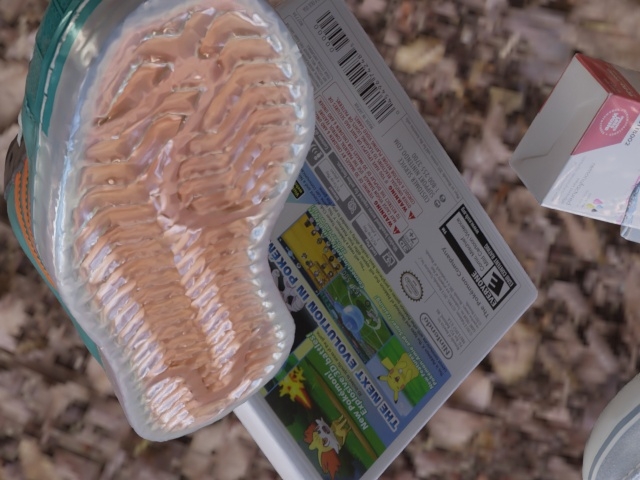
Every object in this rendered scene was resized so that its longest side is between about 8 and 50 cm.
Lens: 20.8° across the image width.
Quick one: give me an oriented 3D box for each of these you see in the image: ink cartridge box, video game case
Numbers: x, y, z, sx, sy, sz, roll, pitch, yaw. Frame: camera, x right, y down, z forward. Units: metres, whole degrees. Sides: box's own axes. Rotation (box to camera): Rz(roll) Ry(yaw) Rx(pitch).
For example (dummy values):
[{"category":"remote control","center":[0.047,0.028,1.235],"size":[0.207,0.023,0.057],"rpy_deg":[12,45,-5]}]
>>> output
[{"category":"ink cartridge box","center":[0.272,-0.074,1.472],"size":[0.198,0.067,0.115],"rpy_deg":[11,121,-34]},{"category":"video game case","center":[0.000,0.000,1.360],"size":[0.036,0.300,0.329],"rpy_deg":[-19,110,51]}]

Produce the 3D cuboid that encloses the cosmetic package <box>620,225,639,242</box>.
[{"category":"cosmetic package","center":[0.453,-0.044,1.869],"size":[0.238,0.127,0.107],"rpy_deg":[18,134,-2]}]

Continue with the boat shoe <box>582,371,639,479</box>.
[{"category":"boat shoe","center":[0.192,0.076,0.692],"size":[0.079,0.081,0.227],"rpy_deg":[35,132,-24]}]

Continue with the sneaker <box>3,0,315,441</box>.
[{"category":"sneaker","center":[-0.077,-0.030,0.668],"size":[0.121,0.108,0.302],"rpy_deg":[53,161,23]}]
